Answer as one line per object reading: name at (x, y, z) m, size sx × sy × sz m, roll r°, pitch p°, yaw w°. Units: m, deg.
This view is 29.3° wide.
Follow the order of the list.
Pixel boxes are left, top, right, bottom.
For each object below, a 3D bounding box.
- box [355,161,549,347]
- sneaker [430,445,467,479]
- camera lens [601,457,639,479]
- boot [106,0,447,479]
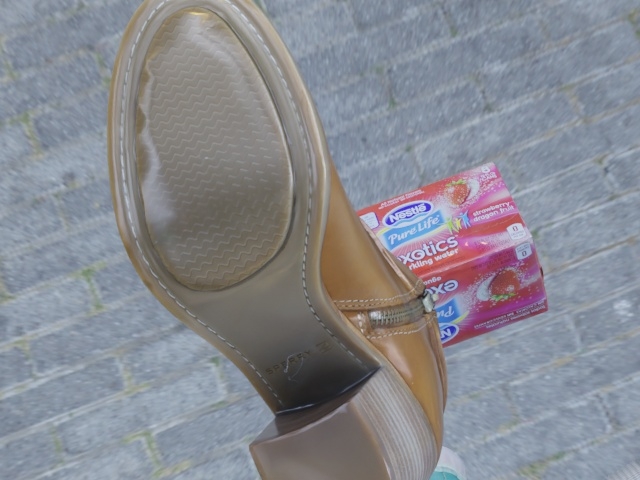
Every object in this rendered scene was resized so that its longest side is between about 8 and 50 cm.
box at (0.095, 0.037, 1.293) m, size 0.257 × 0.122 × 0.128 m, roll -20°, pitch 45°, yaw 2°
sneaker at (0.041, 0.321, 1.116) m, size 0.108 × 0.121 × 0.302 m, roll 19°, pitch 125°, yaw -16°
camera lens at (0.184, 0.216, 0.582) m, size 0.274 × 0.219 × 0.219 m, roll -33°, pitch 85°, yaw 5°
boot at (0.000, 0.000, 0.651) m, size 0.109 × 0.220 × 0.283 m, roll -25°, pitch 94°, yaw 17°
